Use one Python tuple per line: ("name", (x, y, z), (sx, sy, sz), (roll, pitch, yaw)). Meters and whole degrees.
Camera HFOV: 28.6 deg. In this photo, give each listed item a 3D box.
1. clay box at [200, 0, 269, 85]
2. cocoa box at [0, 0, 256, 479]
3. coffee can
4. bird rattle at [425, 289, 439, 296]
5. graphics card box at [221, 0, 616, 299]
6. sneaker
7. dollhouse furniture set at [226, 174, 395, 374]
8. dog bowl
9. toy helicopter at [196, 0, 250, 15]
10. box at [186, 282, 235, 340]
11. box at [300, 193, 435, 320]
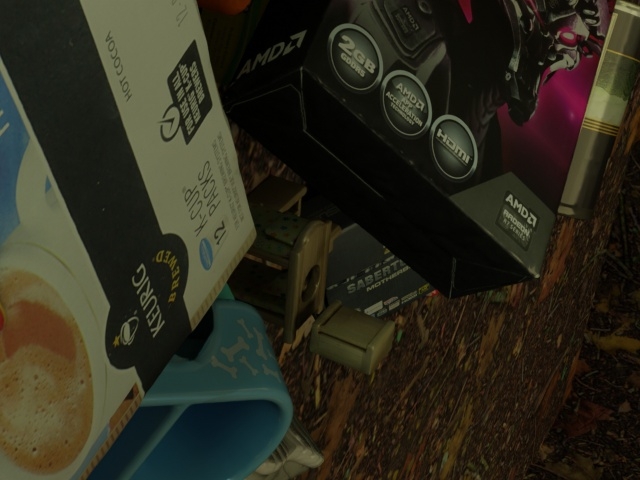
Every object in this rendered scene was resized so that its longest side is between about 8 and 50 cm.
("clay box", (-0.027, -0.227, 0.965), (0.127, 0.053, 0.222), (-13, 121, -67))
("cocoa box", (-0.196, -0.055, 0.420), (0.228, 0.231, 0.347), (-58, 156, -29))
("coffee can", (0.297, -0.186, 1.633), (0.201, 0.201, 0.275), (-7, 115, -68))
("bird rattle", (0.092, -0.028, 1.433), (0.207, 0.143, 0.254), (-30, 151, -44))
("graphics card box", (0.096, -0.174, 0.892), (0.233, 0.094, 0.371), (40, 56, -27))
("sneaker", (-0.081, 0.202, 1.209), (0.115, 0.105, 0.281), (-37, 166, 7))
("dollhouse furniture set", (0.000, 0.000, 1.057), (0.161, 0.181, 0.101), (-45, 148, -49))
("dog bowl", (-0.135, 0.119, 0.805), (0.297, 0.074, 0.166), (6, 130, -51))
("toy helicopter", (-0.118, -0.077, 0.769), (0.355, 0.140, 0.235), (84, 24, -74))
("box", (-0.107, 0.082, 0.973), (0.060, 0.100, 0.244), (-61, 158, -22))
("box", (0.088, -0.010, 1.291), (0.232, 0.059, 0.183), (-28, 144, -13))
